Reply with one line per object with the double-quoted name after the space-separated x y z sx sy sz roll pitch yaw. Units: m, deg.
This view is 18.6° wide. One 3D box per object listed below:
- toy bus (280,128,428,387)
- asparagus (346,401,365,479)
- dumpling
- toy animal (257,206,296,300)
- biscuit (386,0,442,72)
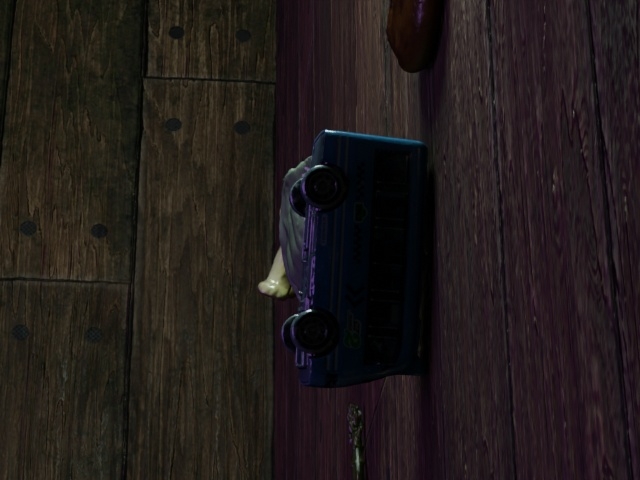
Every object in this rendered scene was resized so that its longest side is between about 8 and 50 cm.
0.036 0.021 1.890 0.113 0.134 0.246 147 126 -81 "toy bus"
0.044 0.297 2.326 0.025 0.024 0.248 108 167 -48 "asparagus"
0.015 0.002 2.272 0.153 0.108 0.219 -119 33 -68 "dumpling"
0.005 0.011 2.420 0.233 0.121 0.169 72 -146 -75 "toy animal"
0.092 -0.266 1.925 0.212 0.036 0.212 -179 90 -85 "biscuit"
